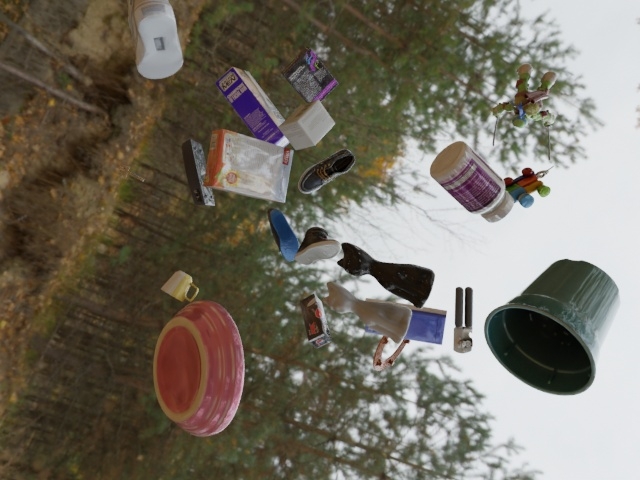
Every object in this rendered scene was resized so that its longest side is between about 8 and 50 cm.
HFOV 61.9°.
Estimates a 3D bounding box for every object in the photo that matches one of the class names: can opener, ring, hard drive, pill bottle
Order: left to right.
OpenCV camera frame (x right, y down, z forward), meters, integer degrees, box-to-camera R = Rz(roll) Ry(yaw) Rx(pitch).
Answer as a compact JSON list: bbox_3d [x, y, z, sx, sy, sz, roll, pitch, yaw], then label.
[{"bbox_3d":[-0.476,-0.256,2.078,0.172,0.054,0.254,-49,127,-86],"label":"hard drive"},{"bbox_3d":[0.363,0.479,2.537,0.032,0.337,0.336,30,-83,31],"label":"ring"},{"bbox_3d":[0.340,0.330,2.158,0.210,0.319,0.040,83,20,-47],"label":"hard drive"},{"bbox_3d":[0.561,0.315,2.111,0.093,0.074,0.280,-77,165,-76],"label":"can opener"},{"bbox_3d":[0.545,-0.199,1.901,0.169,0.302,0.169,-44,-160,21],"label":"pill bottle"}]

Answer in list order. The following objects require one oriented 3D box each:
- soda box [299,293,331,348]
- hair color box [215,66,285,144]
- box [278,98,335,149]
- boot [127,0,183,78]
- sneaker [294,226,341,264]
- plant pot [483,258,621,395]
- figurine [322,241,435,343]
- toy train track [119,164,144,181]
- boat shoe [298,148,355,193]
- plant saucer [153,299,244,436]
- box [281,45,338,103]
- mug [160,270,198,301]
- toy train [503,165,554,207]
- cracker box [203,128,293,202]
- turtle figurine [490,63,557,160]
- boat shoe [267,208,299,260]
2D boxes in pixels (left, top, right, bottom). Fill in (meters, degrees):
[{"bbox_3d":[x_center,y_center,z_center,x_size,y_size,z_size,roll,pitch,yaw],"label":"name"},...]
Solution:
[{"bbox_3d":[-0.017,0.252,1.684,0.060,0.053,0.168,-29,-138,12],"label":"soda box"},{"bbox_3d":[-0.255,-0.525,2.154,0.110,0.338,0.185,-38,180,17],"label":"hair color box"},{"bbox_3d":[-0.038,-0.319,1.479,0.102,0.087,0.101,-1,-136,54],"label":"box"},{"bbox_3d":[-0.322,-0.420,1.029,0.258,0.095,0.123,149,-71,-69],"label":"boot"},{"bbox_3d":[0.000,0.000,2.159,0.296,0.105,0.146,-22,-137,57],"label":"sneaker"},{"bbox_3d":[0.755,0.248,1.685,0.334,0.341,0.341,-37,178,-32],"label":"plant pot"},{"bbox_3d":[0.116,0.114,1.188,0.092,0.210,0.214,-62,174,-49],"label":"figurine"},{"bbox_3d":[-0.605,-0.216,1.716,0.048,0.083,0.014,-54,-167,32],"label":"toy train track"},{"bbox_3d":[0.015,-0.194,1.506,0.183,0.065,0.083,-38,-164,4],"label":"boat shoe"},{"bbox_3d":[-0.316,0.313,1.315,0.332,0.084,0.331,-8,-101,44],"label":"plant saucer"},{"bbox_3d":[-0.032,-0.505,1.663,0.116,0.162,0.029,-44,-136,4],"label":"box"},{"bbox_3d":[-0.345,0.114,1.323,0.064,0.078,0.062,-59,-161,-14],"label":"mug"},{"bbox_3d":[0.844,-0.217,2.079,0.248,0.105,0.143,-26,-147,-3],"label":"toy train"},{"bbox_3d":[-0.197,-0.202,1.482,0.067,0.232,0.155,7,-93,53],"label":"cracker box"},{"bbox_3d":[0.726,-0.468,1.903,0.198,0.275,0.266,9,-114,41],"label":"turtle figurine"},{"bbox_3d":[-0.161,-0.033,2.352,0.089,0.109,0.258,36,-36,58],"label":"boat shoe"}]
